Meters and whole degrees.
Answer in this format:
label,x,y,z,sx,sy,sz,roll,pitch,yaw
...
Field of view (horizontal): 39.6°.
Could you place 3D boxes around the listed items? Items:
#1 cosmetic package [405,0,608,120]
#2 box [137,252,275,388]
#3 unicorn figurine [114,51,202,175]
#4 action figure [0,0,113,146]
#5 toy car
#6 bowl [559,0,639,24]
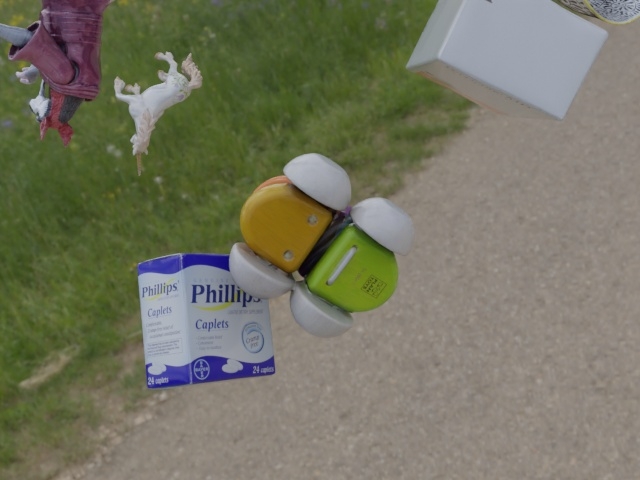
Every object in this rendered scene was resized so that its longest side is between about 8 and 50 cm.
label,x,y,z,sx,sy,sz,roll,pitch,yaw
cosmetic package,0.308,-0.334,1.582,0.230,0.161,0.453,26,7,-4
box,-0.122,0.086,0.963,0.072,0.137,0.126,-14,-11,39
unicorn figurine,-0.228,-0.188,1.206,0.162,0.060,0.111,-41,60,7
action figure,-0.367,-0.326,1.345,0.276,0.370,0.248,2,7,1
toy car,0.000,0.000,0.943,0.159,0.182,0.136,-55,9,12
bowl,0.267,-0.301,0.901,0.170,0.170,0.080,-34,25,-32
